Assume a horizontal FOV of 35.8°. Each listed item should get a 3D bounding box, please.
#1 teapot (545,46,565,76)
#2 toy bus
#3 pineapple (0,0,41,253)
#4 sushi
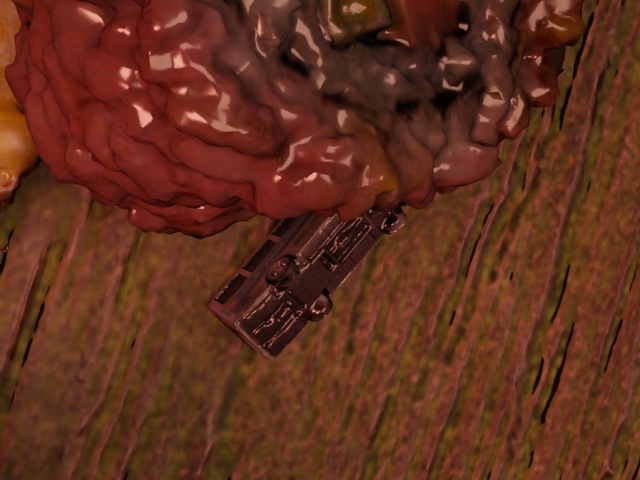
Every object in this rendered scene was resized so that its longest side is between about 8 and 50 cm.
[{"bbox_3d":[0.112,-0.130,0.540,0.110,0.085,0.080,-49,116,-35],"label":"teapot"},{"bbox_3d":[0.000,0.000,0.510,0.131,0.052,0.037,-50,118,-11],"label":"toy bus"},{"bbox_3d":[-0.204,-0.077,0.408,0.221,0.047,0.221,-4,97,-30],"label":"pineapple"},{"bbox_3d":[-0.032,-0.137,0.404,0.236,0.171,0.270,-11,96,-37],"label":"sushi"}]
